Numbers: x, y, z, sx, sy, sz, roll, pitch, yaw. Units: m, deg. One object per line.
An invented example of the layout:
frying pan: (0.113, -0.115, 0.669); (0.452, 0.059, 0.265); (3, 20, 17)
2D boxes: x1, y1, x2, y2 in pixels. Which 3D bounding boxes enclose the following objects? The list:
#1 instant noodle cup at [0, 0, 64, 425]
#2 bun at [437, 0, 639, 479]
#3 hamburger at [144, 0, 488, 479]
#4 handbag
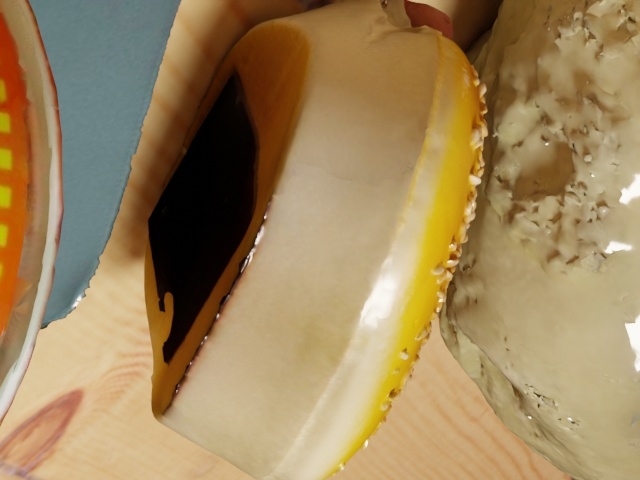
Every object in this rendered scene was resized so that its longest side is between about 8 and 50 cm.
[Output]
instant noodle cup: (-0.190, -0.015, 0.353); (0.193, 0.193, 0.212); (-50, 151, 16)
bun: (0.184, -0.041, 0.898); (0.326, 0.234, 0.362); (-44, 144, -16)
hamburger: (0.000, 0.000, 0.738); (0.116, 0.173, 0.210); (12, 131, -19)
handbag: (-0.125, -0.043, 0.574); (0.144, 0.057, 0.221); (-18, 149, -35)
